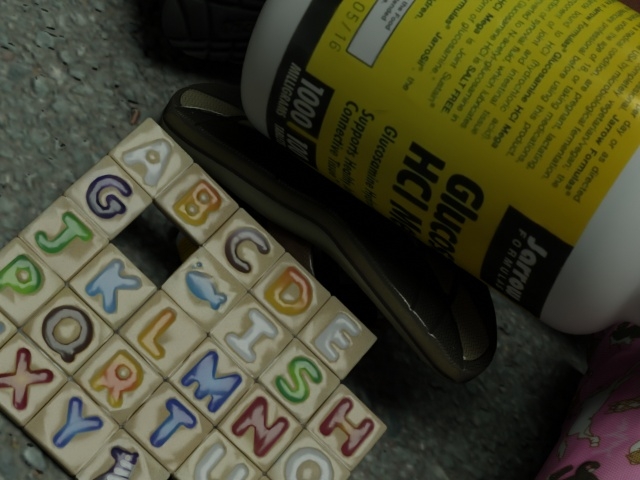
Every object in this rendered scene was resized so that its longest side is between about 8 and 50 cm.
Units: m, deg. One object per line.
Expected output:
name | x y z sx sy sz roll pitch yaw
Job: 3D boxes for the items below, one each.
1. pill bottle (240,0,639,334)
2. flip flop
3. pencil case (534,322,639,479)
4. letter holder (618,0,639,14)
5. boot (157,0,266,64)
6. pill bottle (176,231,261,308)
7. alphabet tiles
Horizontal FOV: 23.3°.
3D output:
pill bottle | 0.132 -0.064 0.942 0.334 0.188 0.188 34 40 15
flip flop | 0.000 0.000 1.013 0.277 0.080 0.112 37 29 14
pencil case | 0.196 0.173 0.961 0.160 0.167 0.386 55 39 -15
letter holder | 0.234 -0.101 1.192 0.214 0.152 0.302 24 34 1
boot | 0.003 -0.223 1.166 0.338 0.118 0.223 15 42 -39
pill bottle | -0.065 0.013 0.970 0.043 0.043 0.083 2 57 -38
alphabet tiles | -0.079 0.068 0.902 0.237 0.009 0.198 44 58 -2
